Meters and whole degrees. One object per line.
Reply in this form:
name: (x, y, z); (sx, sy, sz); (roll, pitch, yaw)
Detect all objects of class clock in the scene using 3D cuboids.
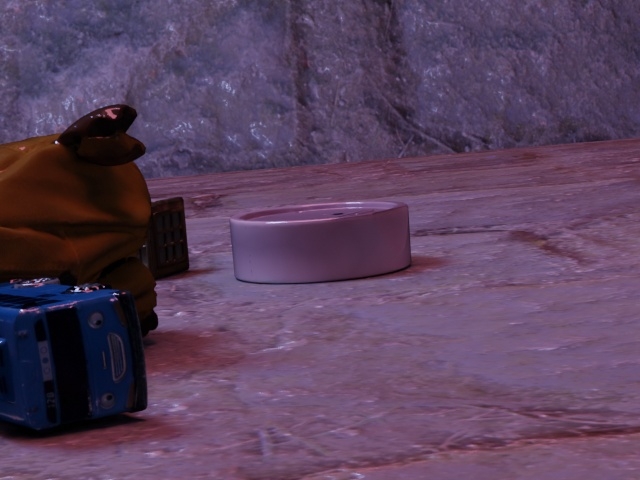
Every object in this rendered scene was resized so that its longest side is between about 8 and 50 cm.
clock: (0.000, 0.000, 1.850); (0.196, 0.068, 0.197); (-4, 7, 0)

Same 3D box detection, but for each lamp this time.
lamp: (-0.314, 0.000, 1.978); (0.325, 0.089, 0.090); (-1, 7, 25)

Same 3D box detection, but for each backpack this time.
backpack: (-0.319, 0.007, 1.406); (0.353, 0.201, 0.378); (-6, 2, 24)

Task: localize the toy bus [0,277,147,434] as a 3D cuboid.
toy bus: (-0.202, 0.078, 1.179); (0.106, 0.090, 0.184); (-9, 6, -33)
